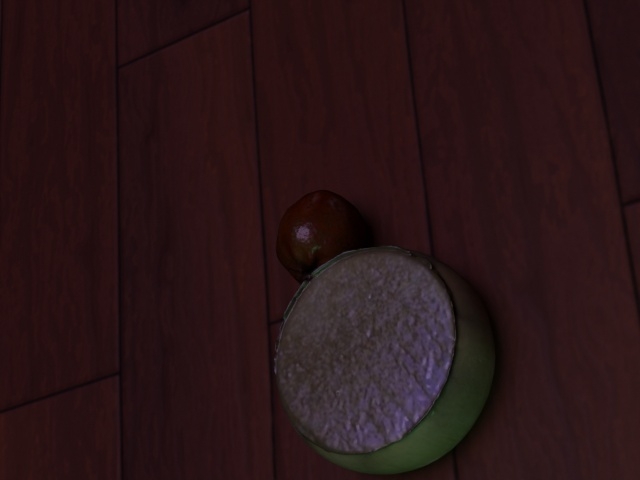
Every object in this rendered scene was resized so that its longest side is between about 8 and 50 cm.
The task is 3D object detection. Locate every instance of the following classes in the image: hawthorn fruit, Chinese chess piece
[{"bbox_3d":[0.000,0.000,1.896,0.128,0.128,0.128,-15,63,31],"label":"hawthorn fruit"},{"bbox_3d":[0.073,0.140,1.782,0.270,0.112,0.270,-14,64,31],"label":"Chinese chess piece"}]
